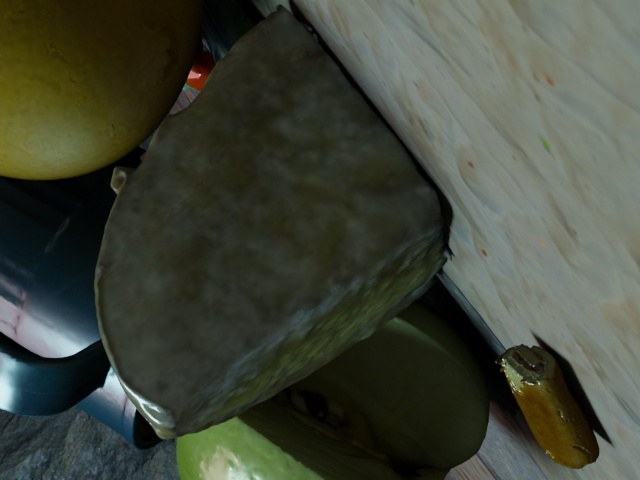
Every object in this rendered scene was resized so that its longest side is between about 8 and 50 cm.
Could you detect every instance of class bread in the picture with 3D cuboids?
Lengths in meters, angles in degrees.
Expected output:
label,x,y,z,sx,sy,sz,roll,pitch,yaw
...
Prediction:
label,x,y,z,sx,sy,sz,roll,pitch,yaw
bread,0.152,0.108,0.596,0.083,0.036,0.047,59,166,-23

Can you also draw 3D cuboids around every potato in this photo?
label,x,y,z,sx,sy,sz,roll,pitch,yaw
potato,-0.056,0.004,0.667,0.211,0.264,0.189,49,164,13

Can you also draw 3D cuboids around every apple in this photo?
label,x,y,z,sx,sy,sz,roll,pitch,yaw
apple,0.010,0.173,0.830,0.254,0.291,0.292,27,170,8

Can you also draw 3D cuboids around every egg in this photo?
label,x,y,z,sx,sy,sz,roll,pitch,yaw
egg,-0.232,-0.212,0.694,0.282,0.283,0.351,68,178,-67

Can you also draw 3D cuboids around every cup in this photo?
label,x,y,z,sx,sy,sz,roll,pitch,yaw
cup,-0.235,0.035,0.828,0.292,0.308,0.242,30,144,11

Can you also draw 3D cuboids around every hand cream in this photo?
label,x,y,z,sx,sy,sz,roll,pitch,yaw
hand cream,-0.094,-0.213,0.826,0.235,0.055,0.086,61,177,36

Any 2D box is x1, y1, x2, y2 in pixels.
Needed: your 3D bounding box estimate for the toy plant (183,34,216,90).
label,x,y,z,sx,sy,sz,roll,pitch,yaw
toy plant,-0.281,-0.300,1.231,0.400,0.185,0.279,39,156,42
